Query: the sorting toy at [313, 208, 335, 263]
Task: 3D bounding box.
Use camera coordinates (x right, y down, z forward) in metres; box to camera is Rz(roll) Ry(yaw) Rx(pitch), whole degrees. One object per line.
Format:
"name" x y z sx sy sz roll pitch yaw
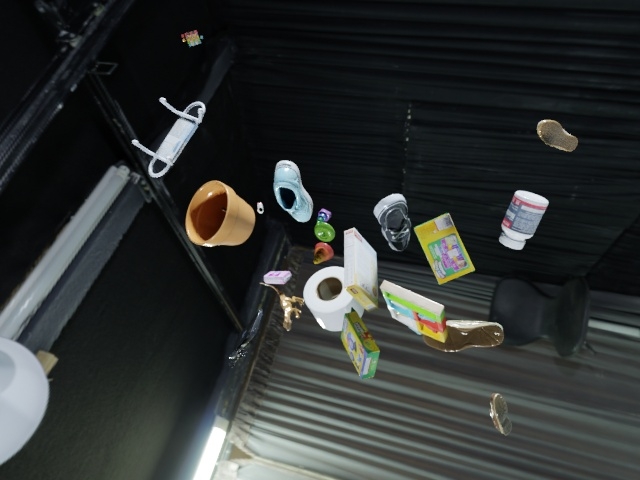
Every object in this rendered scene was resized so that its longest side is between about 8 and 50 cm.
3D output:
"sorting toy" 0.000 0.000 2.346 0.126 0.127 0.365 -52 -27 -44

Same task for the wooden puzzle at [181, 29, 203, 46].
"wooden puzzle" -0.513 -0.812 1.664 0.006 0.083 0.049 -123 14 -55

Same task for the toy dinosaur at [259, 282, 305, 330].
"toy dinosaur" -0.114 0.203 1.376 0.064 0.112 0.211 -53 40 19

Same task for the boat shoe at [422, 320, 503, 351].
"boat shoe" 0.528 0.350 1.542 0.089 0.285 0.104 -15 -81 -65

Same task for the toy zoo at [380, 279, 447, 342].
"toy zoo" 0.299 0.234 1.296 0.030 0.192 0.293 -56 -33 -18

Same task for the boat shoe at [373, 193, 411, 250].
"boat shoe" 0.246 -0.046 1.350 0.301 0.108 0.102 66 179 -65

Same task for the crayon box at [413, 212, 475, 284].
"crayon box" 0.547 0.037 1.843 0.278 0.165 0.081 66 -168 2

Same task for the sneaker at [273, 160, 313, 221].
"sneaker" -0.129 -0.167 1.787 0.366 0.135 0.150 65 -150 -53

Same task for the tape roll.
"tape roll" 0.064 0.263 1.875 0.169 0.246 0.246 64 -144 -46

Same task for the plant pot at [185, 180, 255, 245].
"plant pot" -0.435 -0.098 1.868 0.203 0.291 0.290 22 -103 -49

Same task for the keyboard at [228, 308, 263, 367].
"keyboard" -0.309 0.413 1.663 0.317 0.033 0.201 -51 14 49

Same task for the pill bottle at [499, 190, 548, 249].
"pill bottle" 0.677 -0.066 1.397 0.108 0.108 0.180 -53 -22 -63

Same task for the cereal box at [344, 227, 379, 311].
"cereal box" 0.140 0.098 1.415 0.173 0.047 0.240 46 -145 -39

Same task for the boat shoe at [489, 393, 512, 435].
"boat shoe" 0.666 0.650 1.560 0.064 0.060 0.178 -30 -71 -27

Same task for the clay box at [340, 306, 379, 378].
"clay box" 0.126 0.346 1.427 0.222 0.053 0.127 -124 33 -51

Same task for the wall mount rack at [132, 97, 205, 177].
"wall mount rack" -0.548 -0.396 1.547 0.350 0.304 0.130 -60 -35 -6

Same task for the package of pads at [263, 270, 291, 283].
"package of pads" -0.147 0.127 1.415 0.050 0.083 0.032 -34 -62 -57

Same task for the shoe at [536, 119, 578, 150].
"shoe" 0.835 -0.375 1.484 0.076 0.219 0.058 -63 33 18

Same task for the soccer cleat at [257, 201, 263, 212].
"soccer cleat" -0.271 -0.140 1.871 0.083 0.029 0.035 99 157 -62
